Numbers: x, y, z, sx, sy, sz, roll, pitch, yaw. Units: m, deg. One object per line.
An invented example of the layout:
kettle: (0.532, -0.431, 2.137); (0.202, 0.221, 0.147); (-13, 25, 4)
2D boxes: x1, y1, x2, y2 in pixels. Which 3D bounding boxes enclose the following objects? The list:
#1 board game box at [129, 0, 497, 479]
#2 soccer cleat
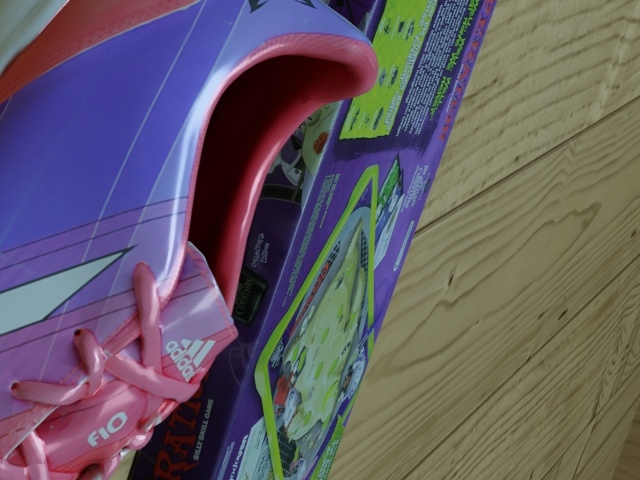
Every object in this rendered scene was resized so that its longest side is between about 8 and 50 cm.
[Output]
board game box: (0.000, 0.000, 0.952); (0.208, 0.056, 0.346); (-6, 117, -67)
soccer cleat: (-0.095, 0.041, 0.583); (0.318, 0.116, 0.108); (-63, 163, -16)
